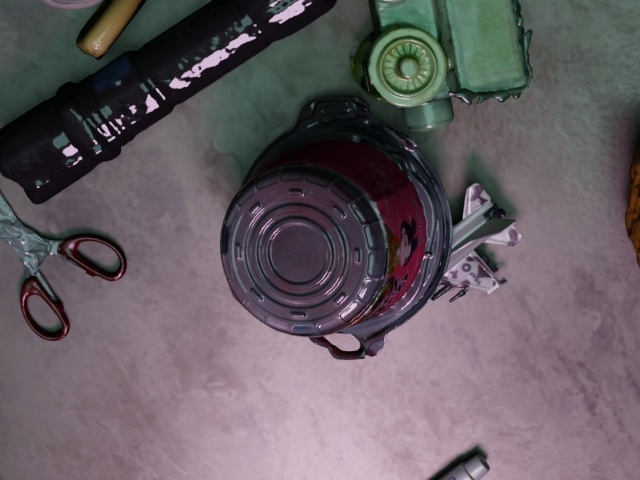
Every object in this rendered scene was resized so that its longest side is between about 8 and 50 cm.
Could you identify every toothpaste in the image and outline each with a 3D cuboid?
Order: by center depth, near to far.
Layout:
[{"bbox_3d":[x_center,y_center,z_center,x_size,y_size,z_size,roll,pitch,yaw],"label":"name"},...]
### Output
[{"bbox_3d":[0.115,0.334,1.797,0.218,0.033,0.052,-40,96,11],"label":"toothpaste"}]

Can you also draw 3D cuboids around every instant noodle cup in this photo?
[{"bbox_3d":[0.000,0.000,1.608,0.258,0.181,0.302,-13,95,19],"label":"instant noodle cup"}]

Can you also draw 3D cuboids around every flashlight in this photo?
[{"bbox_3d":[-0.172,-0.184,1.624,0.424,0.103,0.103,-31,101,12],"label":"flashlight"}]

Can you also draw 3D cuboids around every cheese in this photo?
[{"bbox_3d":[-0.210,-0.272,1.635,0.036,0.086,0.162,38,86,-15],"label":"cheese"}]

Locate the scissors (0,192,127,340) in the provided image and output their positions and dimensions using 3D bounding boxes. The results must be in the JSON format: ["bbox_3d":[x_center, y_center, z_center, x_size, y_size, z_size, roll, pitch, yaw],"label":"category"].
[{"bbox_3d":[-0.355,-0.006,1.722,0.248,0.017,0.144,43,99,-8],"label":"scissors"}]

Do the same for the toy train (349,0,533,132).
[{"bbox_3d":[0.120,-0.257,1.601,0.188,0.159,0.271,-13,100,-3],"label":"toy train"}]

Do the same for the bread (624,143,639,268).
[{"bbox_3d":[0.417,-0.034,1.659,0.143,0.139,0.228,-2,110,1],"label":"bread"}]

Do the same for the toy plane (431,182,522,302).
[{"bbox_3d":[0.129,0.020,1.708,0.234,0.082,0.160,-34,112,22],"label":"toy plane"}]

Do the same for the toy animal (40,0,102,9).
[{"bbox_3d":[-0.261,-0.370,1.532,0.183,0.247,0.309,-4,81,-27],"label":"toy animal"}]
